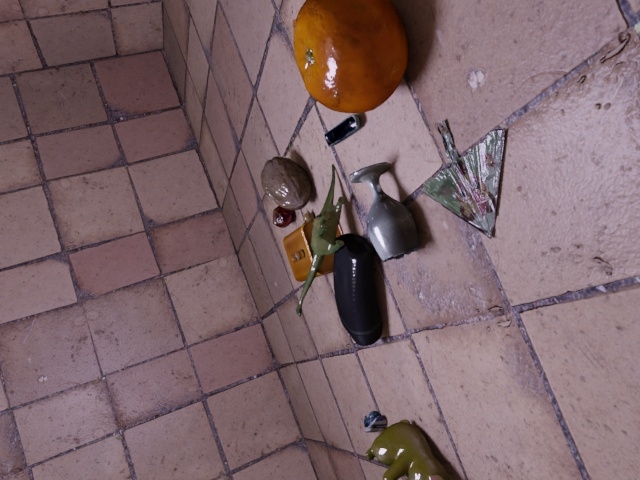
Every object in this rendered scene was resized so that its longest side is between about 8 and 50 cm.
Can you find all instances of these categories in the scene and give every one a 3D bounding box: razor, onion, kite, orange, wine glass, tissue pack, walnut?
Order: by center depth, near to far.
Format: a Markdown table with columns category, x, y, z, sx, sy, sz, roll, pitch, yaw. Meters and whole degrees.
| category | x | y | z | sx | sy | sz | roll | pitch | yaw |
| --- | --- | --- | --- | --- | --- | --- | --- | --- | --- |
| kite | 0.303 | -0.127 | 1.099 | 0.267 | 0.013 | 0.323 | 67 | 157 | 10 |
| orange | 0.067 | -0.420 | 1.157 | 0.284 | 0.226 | 0.283 | 57 | 160 | 34 |
| wine glass | 0.166 | -0.071 | 1.345 | 0.126 | 0.126 | 0.241 | 138 | 114 | -68 |
| razor | 0.111 | 0.157 | 1.690 | 0.204 | 0.114 | 0.348 | -137 | 35 | -60 |
| tissue pack | -0.019 | 0.033 | 1.888 | 0.274 | 0.145 | 0.194 | 151 | 103 | -69 |
| walnut | -0.120 | -0.201 | 1.928 | 0.230 | 0.178 | 0.178 | 52 | 152 | 35 |
| onion | -0.153 | -0.102 | 2.202 | 0.107 | 0.097 | 0.107 | -32 | 45 | 39 |

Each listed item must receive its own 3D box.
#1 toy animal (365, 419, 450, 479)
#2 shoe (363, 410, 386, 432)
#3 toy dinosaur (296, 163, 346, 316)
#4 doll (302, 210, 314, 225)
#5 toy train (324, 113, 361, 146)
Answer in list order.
| category | x | y | z | sx | sy | sz | roll | pitch | yaw |
| --- | --- | --- | --- | --- | --- | --- | --- | --- | --- |
| toy animal | 0.293 | 0.709 | 1.574 | 0.181 | 0.180 | 0.363 | 41 | -177 | -31 |
| shoe | 0.203 | 0.675 | 1.974 | 0.143 | 0.064 | 0.071 | 116 | 151 | -55 |
| toy dinosaur | 0.000 | 0.000 | 1.700 | 0.301 | 0.087 | 0.447 | 123 | 157 | -62 |
| doll | -0.055 | -0.080 | 2.009 | 0.093 | 0.051 | 0.061 | -15 | 53 | 59 |
| toy train | 0.067 | -0.315 | 1.505 | 0.207 | 0.047 | 0.043 | -13 | 96 | 69 |
